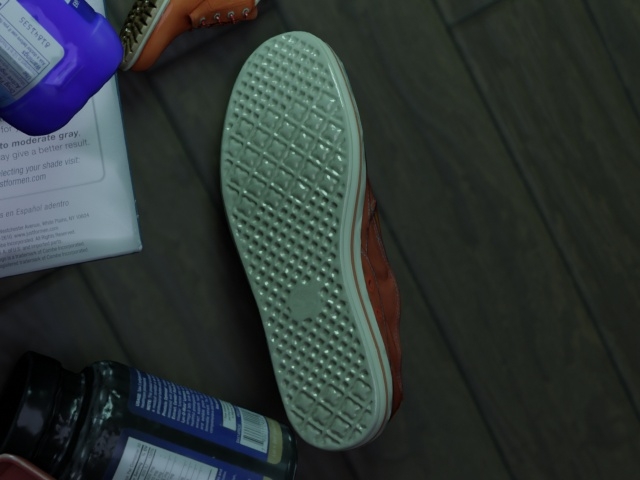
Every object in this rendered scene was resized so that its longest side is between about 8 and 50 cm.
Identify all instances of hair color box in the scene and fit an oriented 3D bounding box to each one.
[{"bbox_3d":[-0.240,-0.150,1.360,0.174,0.105,0.347,-11,101,-17],"label":"hair color box"}]

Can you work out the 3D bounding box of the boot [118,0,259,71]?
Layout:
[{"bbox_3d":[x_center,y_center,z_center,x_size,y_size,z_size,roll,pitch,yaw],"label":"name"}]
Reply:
[{"bbox_3d":[-0.093,-0.182,1.530,0.085,0.059,0.158,40,81,-23],"label":"boot"}]

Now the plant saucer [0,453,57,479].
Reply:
[{"bbox_3d":[-0.208,0.291,1.482,0.258,0.047,0.259,37,114,-18],"label":"plant saucer"}]

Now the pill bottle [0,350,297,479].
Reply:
[{"bbox_3d":[-0.137,0.164,1.506,0.219,0.123,0.122,22,87,-17],"label":"pill bottle"}]

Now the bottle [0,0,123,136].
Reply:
[{"bbox_3d":[-0.250,-0.188,1.233,0.092,0.118,0.283,-47,109,-6],"label":"bottle"}]

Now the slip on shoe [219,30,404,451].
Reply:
[{"bbox_3d":[0.000,0.000,1.560,0.123,0.101,0.331,-12,87,21],"label":"slip on shoe"}]
